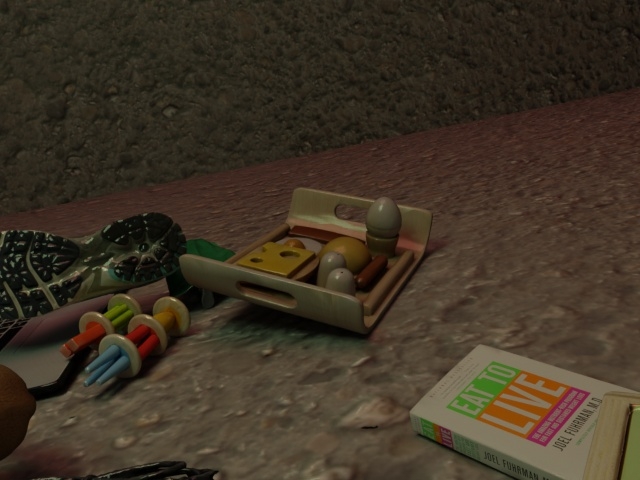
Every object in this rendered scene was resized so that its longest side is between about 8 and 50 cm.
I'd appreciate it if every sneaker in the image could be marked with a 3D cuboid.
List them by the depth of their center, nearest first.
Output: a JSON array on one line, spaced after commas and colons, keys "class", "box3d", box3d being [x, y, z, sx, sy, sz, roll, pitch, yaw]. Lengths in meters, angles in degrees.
[{"class": "sneaker", "box3d": [-0.316, 0.044, 0.765, 0.283, 0.110, 0.122, -8, -12, -17]}]

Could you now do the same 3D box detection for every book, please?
[{"class": "book", "box3d": [0.148, 0.126, 0.413, 0.096, 0.035, 0.144, -27, 23, -36]}]

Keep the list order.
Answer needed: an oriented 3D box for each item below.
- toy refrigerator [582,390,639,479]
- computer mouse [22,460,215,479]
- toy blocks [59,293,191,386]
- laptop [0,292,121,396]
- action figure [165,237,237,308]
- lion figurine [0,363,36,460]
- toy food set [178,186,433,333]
[{"class": "toy refrigerator", "box3d": [0.243, 0.128, 0.210, 0.269, 0.094, 0.102, -1, 18, 34]}, {"class": "computer mouse", "box3d": [-0.161, 0.194, 0.300, 0.188, 0.072, 0.272, -11, 15, -1]}, {"class": "toy blocks", "box3d": [-0.236, 0.114, 0.664, 0.123, 0.054, 0.148, 1, 18, 21]}, {"class": "laptop", "box3d": [-0.510, 0.049, 0.758, 0.407, 0.236, 0.382, -12, 16, -4]}, {"class": "action figure", "box3d": [-0.184, 0.038, 0.895, 0.137, 0.063, 0.232, -19, 21, -21]}, {"class": "lion figurine", "box3d": [-0.286, 0.127, 0.355, 0.240, 0.142, 0.392, -7, 8, 9]}, {"class": "toy food set", "box3d": [0.000, 0.000, 0.746, 0.219, 0.092, 0.306, 12, 23, 21]}]
